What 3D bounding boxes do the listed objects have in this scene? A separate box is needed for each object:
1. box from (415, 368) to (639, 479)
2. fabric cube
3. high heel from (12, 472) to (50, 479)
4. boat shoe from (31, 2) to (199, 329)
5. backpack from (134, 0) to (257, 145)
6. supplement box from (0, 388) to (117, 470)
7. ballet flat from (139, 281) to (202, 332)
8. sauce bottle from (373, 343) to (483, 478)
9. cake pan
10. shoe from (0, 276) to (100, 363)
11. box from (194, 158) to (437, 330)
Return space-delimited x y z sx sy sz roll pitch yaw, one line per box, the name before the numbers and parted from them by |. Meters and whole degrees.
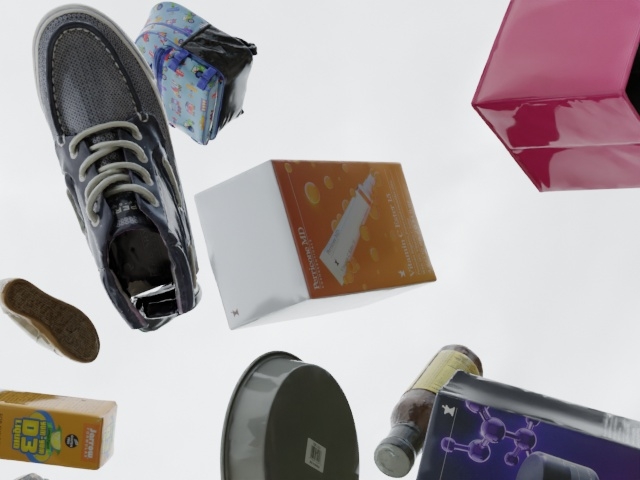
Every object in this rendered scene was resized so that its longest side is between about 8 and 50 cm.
box | 0.160 0.259 0.850 0.103 0.184 0.261 -10 -67 -70
fabric cube | 0.437 -0.244 1.649 0.259 0.258 0.254 42 -120 -39
high heel | -0.444 0.474 1.709 0.093 0.186 0.261 -41 -13 1
boat shoe | -0.200 -0.073 1.062 0.127 0.158 0.340 -21 -74 -4
backpack | -0.191 -0.237 1.450 0.117 0.173 0.158 -48 -12 -36
supplement box | -0.389 0.242 1.374 0.080 0.234 0.078 -68 -17 -85
ballet flat | -0.257 0.098 1.861 0.203 0.074 0.074 -40 -41 -59
sauce bottle | 0.193 0.309 1.906 0.344 0.111 0.111 -39 -43 -53
cake pan | -0.029 0.290 1.388 0.293 0.054 0.293 24 -118 -57
shoe | -0.431 0.124 1.657 0.219 0.058 0.076 49 -125 -40
box | 0.000 0.000 1.644 0.345 0.168 0.215 -5 -104 -53
